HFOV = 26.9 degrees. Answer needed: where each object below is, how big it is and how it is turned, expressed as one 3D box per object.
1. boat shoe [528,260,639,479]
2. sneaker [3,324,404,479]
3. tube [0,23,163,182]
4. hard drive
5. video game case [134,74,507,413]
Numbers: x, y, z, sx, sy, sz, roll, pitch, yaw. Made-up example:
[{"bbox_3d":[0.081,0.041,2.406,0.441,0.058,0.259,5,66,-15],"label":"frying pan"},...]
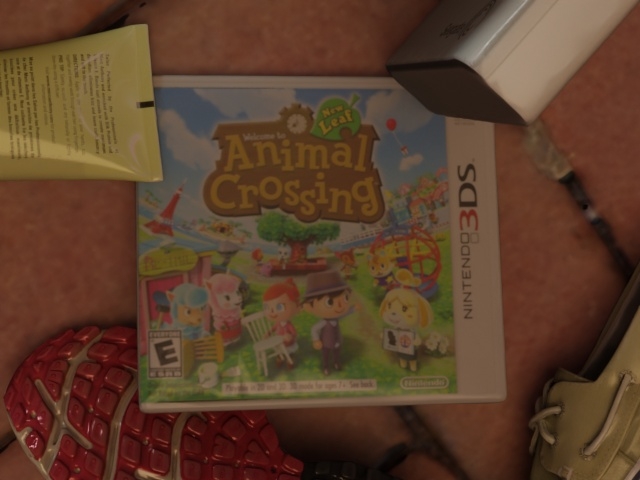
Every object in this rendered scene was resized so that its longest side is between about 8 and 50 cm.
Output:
[{"bbox_3d":[0.181,0.114,0.836,0.094,0.109,0.302,35,88,0],"label":"boat shoe"},{"bbox_3d":[-0.059,0.163,0.802,0.299,0.112,0.121,33,56,-4],"label":"sneaker"},{"bbox_3d":[-0.211,-0.064,0.741,0.240,0.062,0.070,-7,123,-6],"label":"tube"},{"bbox_3d":[0.178,-0.206,0.661,0.047,0.233,0.353,41,91,-9],"label":"hard drive"},{"bbox_3d":[0.000,0.000,0.774,0.213,0.023,0.193,-1,82,-8],"label":"video game case"}]
